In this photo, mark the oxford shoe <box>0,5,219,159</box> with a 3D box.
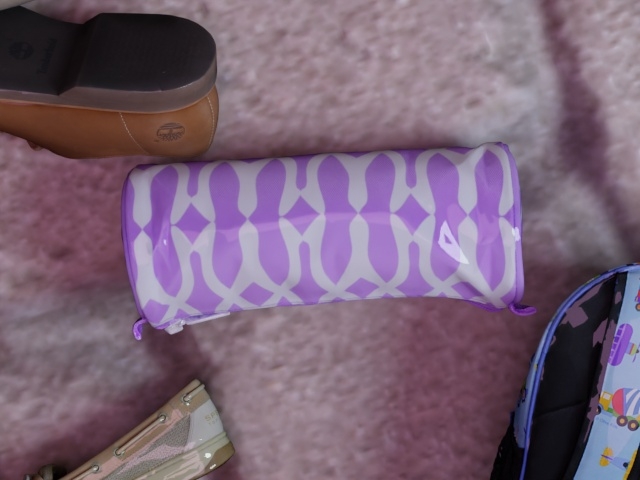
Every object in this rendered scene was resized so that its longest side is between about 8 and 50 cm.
[{"bbox_3d":[-0.153,-0.074,0.735,0.212,0.076,0.076,11,142,12],"label":"oxford shoe"}]

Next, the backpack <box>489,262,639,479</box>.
[{"bbox_3d":[0.166,0.090,0.719,0.158,0.117,0.173,7,102,3],"label":"backpack"}]

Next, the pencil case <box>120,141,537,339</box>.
[{"bbox_3d":[0.000,0.000,0.726,0.206,0.086,0.088,-4,88,5],"label":"pencil case"}]

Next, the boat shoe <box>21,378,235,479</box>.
[{"bbox_3d":[-0.122,0.124,0.779,0.153,0.056,0.048,-24,89,7],"label":"boat shoe"}]

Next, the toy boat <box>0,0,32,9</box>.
[{"bbox_3d":[-0.176,-0.265,0.670,0.267,0.148,0.318,-14,108,11],"label":"toy boat"}]
